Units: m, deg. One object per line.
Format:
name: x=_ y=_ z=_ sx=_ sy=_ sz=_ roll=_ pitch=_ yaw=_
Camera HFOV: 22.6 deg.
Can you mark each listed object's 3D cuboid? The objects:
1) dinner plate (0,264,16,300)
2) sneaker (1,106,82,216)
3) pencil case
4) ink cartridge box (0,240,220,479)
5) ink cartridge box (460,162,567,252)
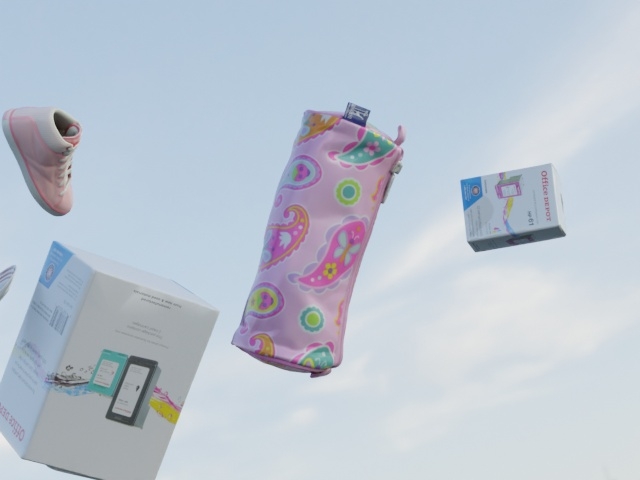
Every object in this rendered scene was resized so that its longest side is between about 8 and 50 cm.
dinner plate: x=-0.482 y=0.090 z=2.292 sx=0.141 sy=0.017 sz=0.141 roll=-38 pitch=15 yaw=13
sneaker: x=-0.272 y=-0.083 z=1.666 sx=0.070 sy=0.051 sz=0.134 roll=-10 pitch=-54 yaw=19
pencil case: x=0.000 y=0.000 z=1.695 sx=0.124 sy=0.284 sz=0.124 roll=18 pitch=-3 yaw=1
ink cartridge box: x=-0.301 y=0.171 z=2.196 sx=0.197 sy=0.270 sz=0.198 roll=20 pitch=3 yaw=-28
ink cartridge box: x=0.246 y=-0.042 z=2.038 sx=0.122 sy=0.088 sz=0.052 roll=-10 pitch=-20 yaw=15
